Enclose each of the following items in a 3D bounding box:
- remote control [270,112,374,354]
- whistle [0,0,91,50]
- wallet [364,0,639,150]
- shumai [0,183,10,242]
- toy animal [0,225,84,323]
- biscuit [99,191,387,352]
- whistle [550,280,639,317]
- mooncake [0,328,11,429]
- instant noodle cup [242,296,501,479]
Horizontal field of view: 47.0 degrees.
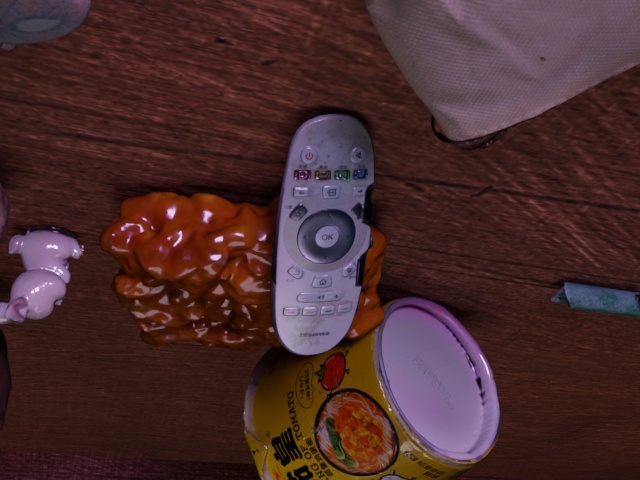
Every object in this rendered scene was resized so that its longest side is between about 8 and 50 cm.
[{"bbox_3d":[0.001,0.000,0.706,0.097,0.045,0.256,0,118,-18],"label":"remote control"},{"bbox_3d":[-0.231,-0.159,0.501,0.107,0.057,0.220,5,162,-43],"label":"whistle"},{"bbox_3d":[0.179,-0.177,0.457,0.335,0.068,0.275,-21,152,25],"label":"wallet"},{"bbox_3d":[-0.495,-0.034,0.663,0.346,0.217,0.283,-28,111,-2],"label":"shumai"},{"bbox_3d":[-0.327,0.048,0.853,0.071,0.124,0.085,-14,150,37],"label":"toy animal"},{"bbox_3d":[-0.077,0.051,0.876,0.318,0.110,0.312,0,153,1],"label":"biscuit"},{"bbox_3d":[0.413,0.085,1.031,0.186,0.039,0.039,9,153,-15],"label":"whistle"},{"bbox_3d":[-0.546,0.173,0.899,0.187,0.324,0.324,-21,148,27],"label":"mooncake"},{"bbox_3d":[0.088,0.245,1.081,0.325,0.325,0.254,20,140,-36],"label":"instant noodle cup"}]
